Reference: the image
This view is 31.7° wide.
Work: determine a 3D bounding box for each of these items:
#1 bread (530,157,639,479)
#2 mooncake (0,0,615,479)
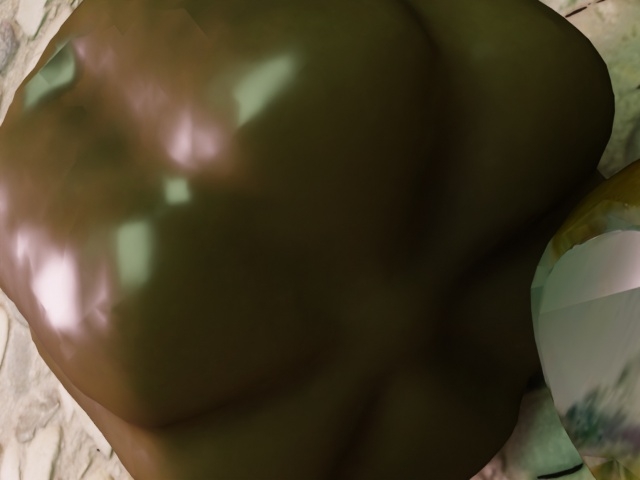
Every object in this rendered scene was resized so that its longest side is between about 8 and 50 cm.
[{"bbox_3d":[0.299,0.047,0.617,0.395,0.264,0.239,-34,54,58],"label":"bread"},{"bbox_3d":[0.000,0.000,0.844,0.467,0.467,0.262,-55,45,10],"label":"mooncake"}]
